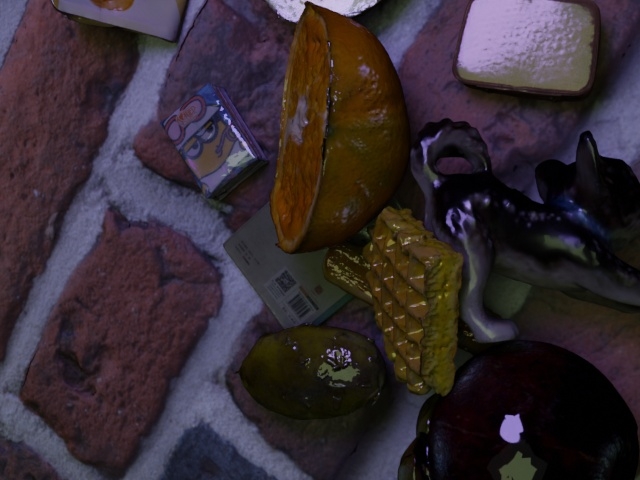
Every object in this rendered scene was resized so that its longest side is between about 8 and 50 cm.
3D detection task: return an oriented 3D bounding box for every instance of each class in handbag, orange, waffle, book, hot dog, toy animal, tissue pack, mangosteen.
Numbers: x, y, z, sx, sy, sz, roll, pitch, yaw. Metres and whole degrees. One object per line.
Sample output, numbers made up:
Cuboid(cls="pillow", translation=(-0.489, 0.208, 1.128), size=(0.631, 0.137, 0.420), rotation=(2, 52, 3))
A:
Cuboid(cls="handbag", translation=(0.292, -0.275, 1.071), size=(0.193, 0.072, 0.151), rotation=(13, 97, 20))
Cuboid(cls="orange", translation=(0.004, -0.139, 1.058), size=(0.274, 0.274, 0.310), rotation=(31, 80, 15))
Cuboid(cls="waffle", translation=(0.110, 0.075, 1.018), size=(0.057, 0.219, 0.229), rotation=(-8, 117, -16))
Cuboid(cls="book", translation=(0.000, 0.000, 1.215), size=(0.282, 0.025, 0.215), rotation=(-38, 82, 18))
Cuboid(cls="hot dog", translation=(0.139, 0.083, 1.140), size=(0.289, 0.068, 0.083), rotation=(27, 116, 7))
Cuboid(cls="toy animal", translation=(0.289, -0.031, 1.008), size=(0.344, 0.194, 0.303), rotation=(-10, 87, -2))
Cuboid(cls="tissue pack", translation=(-0.173, -0.159, 1.247), size=(0.115, 0.065, 0.155), rotation=(-35, 82, 17))
Cuboid(cls="mangosteen", translation=(0.259, 0.273, 1.010), size=(0.300, 0.300, 0.300), rotation=(1, 93, 20))

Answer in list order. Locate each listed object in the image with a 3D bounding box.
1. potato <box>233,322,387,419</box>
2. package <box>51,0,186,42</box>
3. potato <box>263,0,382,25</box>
Cuboid(cls="potato", translation=(-0.018, 0.204, 1.186), size=(0.251, 0.113, 0.149), rotation=(-4, 101, 18))
Cuboid(cls="package", translation=(-0.324, -0.503, 1.256), size=(0.165, 0.221, 0.311), rotation=(26, 107, 57))
Cuboid(cls="potato", translation=(0.036, -0.443, 1.130), size=(0.239, 0.116, 0.299), rotation=(40, 102, 10))
